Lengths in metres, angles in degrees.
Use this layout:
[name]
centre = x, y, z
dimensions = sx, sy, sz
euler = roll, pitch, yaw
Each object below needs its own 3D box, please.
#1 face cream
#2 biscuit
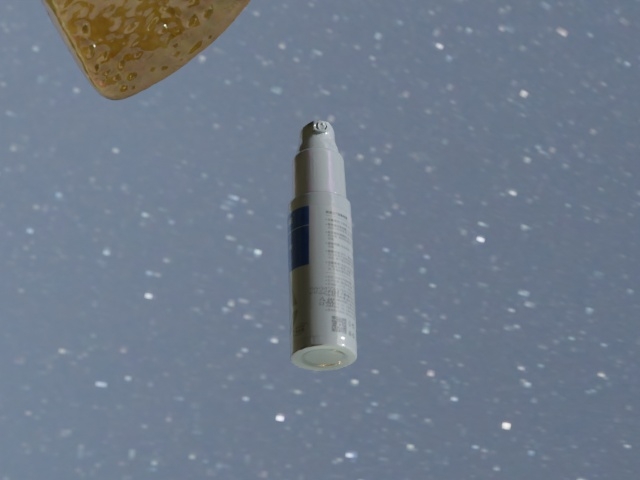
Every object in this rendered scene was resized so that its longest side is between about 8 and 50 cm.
[face cream]
centre = 0.000, 0.000, 0.751
dimensions = 0.034, 0.034, 0.130
euler = -20, -122, 33
[biscuit]
centre = -0.084, -0.179, 0.792
dimensions = 0.029, 0.142, 0.220
euler = 47, -46, 48
